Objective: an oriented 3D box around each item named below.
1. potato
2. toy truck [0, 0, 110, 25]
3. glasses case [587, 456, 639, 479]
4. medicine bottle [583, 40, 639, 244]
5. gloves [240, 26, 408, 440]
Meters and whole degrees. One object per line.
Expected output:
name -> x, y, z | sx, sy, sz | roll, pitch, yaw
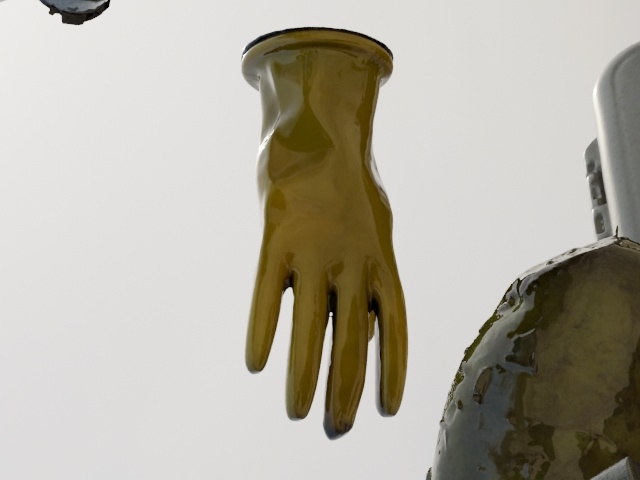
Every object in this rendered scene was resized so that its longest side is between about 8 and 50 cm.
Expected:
potato -> 0.150, 0.110, 1.075 | 0.113, 0.149, 0.251 | -173, 101, -74
toy truck -> -0.152, -0.210, 0.918 | 0.367, 0.146, 0.175 | -31, -92, -41
glasses case -> 0.090, 0.191, 0.877 | 0.047, 0.205, 0.071 | 38, -154, -39
medicine bottle -> 0.360, -0.045, 1.405 | 0.123, 0.282, 0.375 | 49, -152, -37
gloves -> -0.001, 0.000, 1.271 | 0.133, 0.116, 0.294 | 6, -109, -22
